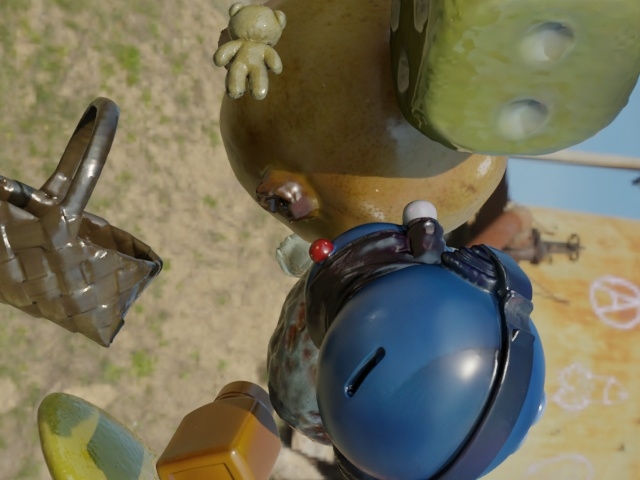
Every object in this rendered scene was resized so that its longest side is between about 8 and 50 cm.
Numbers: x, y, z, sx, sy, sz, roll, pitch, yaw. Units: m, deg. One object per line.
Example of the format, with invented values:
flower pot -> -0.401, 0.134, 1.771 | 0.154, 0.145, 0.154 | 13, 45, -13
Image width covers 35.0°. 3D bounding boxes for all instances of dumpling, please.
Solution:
dumpling -> -0.003, 0.002, 2.021 | 0.166, 0.215, 0.126 | 25, 60, -48

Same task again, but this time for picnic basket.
picnic basket -> -0.363, -0.059, 1.436 | 0.293, 0.337, 0.338 | -146, -121, -70

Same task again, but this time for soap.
soap -> -0.374, 0.439, 1.870 | 0.427, 0.115, 0.306 | 53, 9, -50

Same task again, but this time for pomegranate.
pomegranate -> 0.053, -0.159, 1.408 | 0.416, 0.416, 0.417 | -176, -90, -85

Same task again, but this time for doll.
doll -> 0.099, 0.116, 1.041 | 0.284, 0.240, 0.310 | -56, -144, 18
doll -> -0.062, -0.166, 0.884 | 0.093, 0.061, 0.051 | -85, -178, -49

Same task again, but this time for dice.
dice -> 0.202, -0.246, 1.085 | 0.233, 0.226, 0.238 | 99, -12, -48

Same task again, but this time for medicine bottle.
medicine bottle -> -0.147, 0.320, 1.592 | 0.222, 0.149, 0.112 | -61, 133, -63

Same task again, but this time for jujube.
jujube -> 0.035, 0.164, 1.555 | 0.308, 0.215, 0.247 | -57, 144, -43

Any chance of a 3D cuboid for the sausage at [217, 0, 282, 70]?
sausage -> -0.048, -0.356, 1.701 | 0.253, 0.123, 0.123 | -41, 156, -33
